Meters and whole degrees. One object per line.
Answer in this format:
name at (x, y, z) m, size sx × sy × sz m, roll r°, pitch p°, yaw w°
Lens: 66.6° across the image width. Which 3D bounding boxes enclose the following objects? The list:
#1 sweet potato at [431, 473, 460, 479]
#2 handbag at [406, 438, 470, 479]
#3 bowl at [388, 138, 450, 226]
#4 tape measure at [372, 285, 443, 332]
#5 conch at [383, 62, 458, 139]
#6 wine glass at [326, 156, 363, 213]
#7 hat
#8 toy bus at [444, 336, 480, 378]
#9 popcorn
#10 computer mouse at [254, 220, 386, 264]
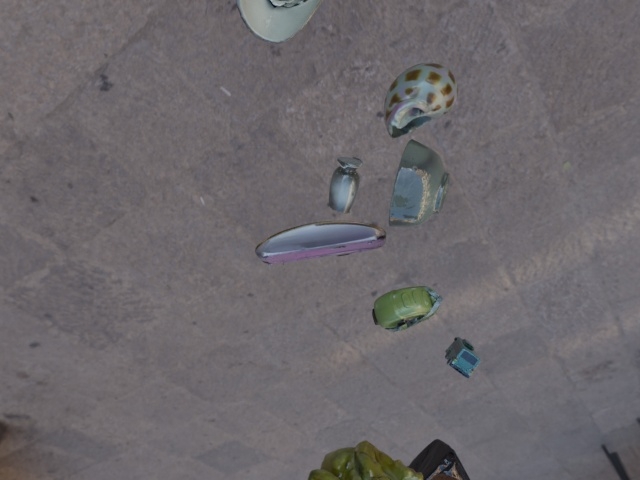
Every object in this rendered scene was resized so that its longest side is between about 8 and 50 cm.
sweet potato at (0.408, 0.659, 1.110) m, size 0.106 × 0.354 × 0.095 m, roll 13°, pitch 102°, yaw -43°
handbag at (0.380, 0.868, 1.643) m, size 0.275 × 0.178 × 0.302 m, roll -32°, pitch 106°, yaw -16°
bowl at (0.324, -0.164, 1.543) m, size 0.146 × 0.289 × 0.289 m, roll 16°, pitch 136°, yaw 16°
tape measure at (0.204, 0.168, 1.188) m, size 0.153 × 0.088 × 0.177 m, roll 5°, pitch 149°, yaw -35°
conch at (0.359, -0.505, 1.720) m, size 0.367 × 0.197 × 0.249 m, roll -18°, pitch 156°, yaw -29°
wine glass at (0.092, -0.212, 1.863) m, size 0.111 × 0.111 × 0.205 m, roll 7°, pitch 116°, yaw -14°
hat at (-0.098, -0.660, 1.308) m, size 0.257 × 0.302 × 0.168 m, roll 23°, pitch 172°, yaw -6°
toy bus at (0.472, 0.384, 1.621) m, size 0.079 × 0.160 × 0.092 m, roll 36°, pitch 98°, yaw 5°
popcorn at (0.116, 0.600, 1.063) m, size 0.311 × 0.312 × 0.312 m, roll -4°, pitch 134°, yaw -4°
computer mouse at (0.000, 0.000, 1.152) m, size 0.310 × 0.072 × 0.158 m, roll -8°, pitch 168°, yaw 1°
